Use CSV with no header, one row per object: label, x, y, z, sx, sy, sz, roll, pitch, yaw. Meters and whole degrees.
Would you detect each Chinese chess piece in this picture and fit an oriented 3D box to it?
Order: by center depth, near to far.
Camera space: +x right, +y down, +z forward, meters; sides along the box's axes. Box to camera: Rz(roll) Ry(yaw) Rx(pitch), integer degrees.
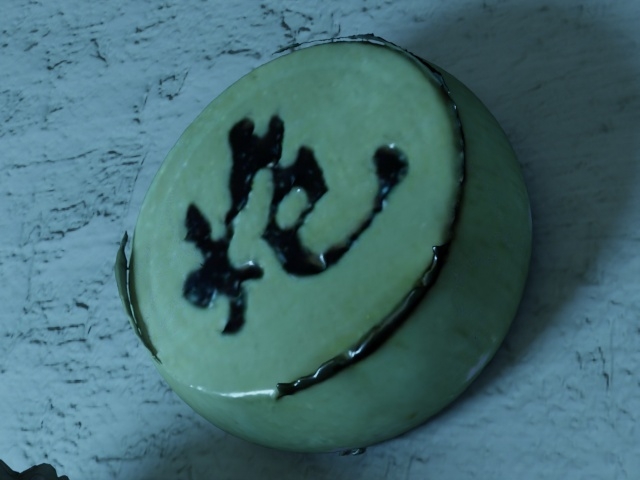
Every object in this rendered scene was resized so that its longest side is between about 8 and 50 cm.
Chinese chess piece,0.000,0.000,0.962,0.349,0.146,0.349,-17,56,26

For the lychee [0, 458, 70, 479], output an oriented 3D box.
lychee,-0.274,0.360,0.815,0.380,0.380,0.432,-11,41,30
